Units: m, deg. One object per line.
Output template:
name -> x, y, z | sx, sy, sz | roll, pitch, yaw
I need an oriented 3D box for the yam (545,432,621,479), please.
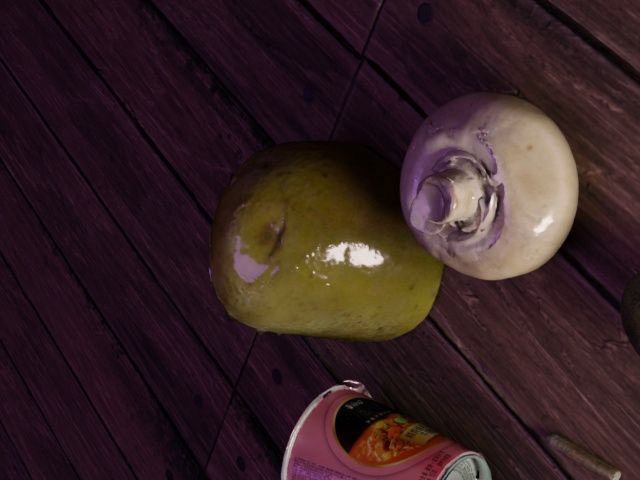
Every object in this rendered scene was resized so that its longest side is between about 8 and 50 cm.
yam -> 0.341, 0.282, 1.440 | 0.116, 0.021, 0.021 | 26, 120, 44

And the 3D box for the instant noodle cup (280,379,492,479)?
instant noodle cup -> 0.107, 0.355, 1.620 | 0.255, 0.244, 0.244 | 12, 109, 41

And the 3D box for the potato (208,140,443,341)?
potato -> 0.000, 0.000, 1.591 | 0.212, 0.280, 0.330 | -20, 82, 55

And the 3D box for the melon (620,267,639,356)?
melon -> 0.403, 0.095, 1.234 | 0.167, 0.114, 0.114 | 57, 138, 23

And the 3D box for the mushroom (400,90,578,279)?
mushroom -> 0.199, -0.063, 1.383 | 0.246, 0.202, 0.246 | 14, 112, 38
